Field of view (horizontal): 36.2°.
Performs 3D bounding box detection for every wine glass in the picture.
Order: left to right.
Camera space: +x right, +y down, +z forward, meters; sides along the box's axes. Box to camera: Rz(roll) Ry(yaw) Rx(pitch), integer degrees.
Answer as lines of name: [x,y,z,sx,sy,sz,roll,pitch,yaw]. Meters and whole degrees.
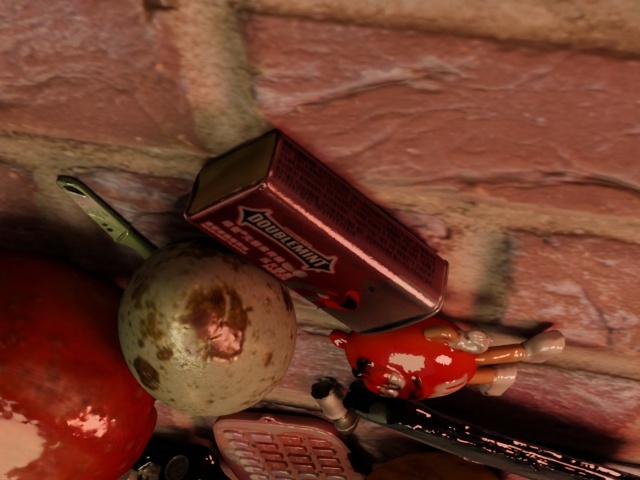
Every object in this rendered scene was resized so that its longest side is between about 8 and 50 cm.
wine glass: [0.018,0.206,1.222,0.038,0.042,0.083,-9,140,22]

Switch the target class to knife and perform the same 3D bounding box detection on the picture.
knife: [-0.194,-0.002,0.990,0.030,0.014,0.207,-8,142,30]

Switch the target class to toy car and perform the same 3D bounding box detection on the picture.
toy car: [-0.239,0.386,1.517,0.301,0.118,0.193,3,148,33]

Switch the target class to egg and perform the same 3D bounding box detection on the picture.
egg: [-0.108,0.078,0.928,0.169,0.169,0.231,8,162,8]

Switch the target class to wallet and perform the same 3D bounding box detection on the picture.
wallet: [0.218,0.250,1.170,0.378,0.046,0.190,21,168,-16]

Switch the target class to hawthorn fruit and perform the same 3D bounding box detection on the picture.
hawthorn fruit: [-0.272,0.146,1.047,0.330,0.287,0.287,5,151,-14]

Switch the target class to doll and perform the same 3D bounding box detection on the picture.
doll: [0.119,0.120,1.009,0.217,0.085,0.183,11,152,-14]

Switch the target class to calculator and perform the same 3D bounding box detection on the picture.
calculator: [-0.033,0.326,1.436,0.220,0.048,0.330,3,145,18]

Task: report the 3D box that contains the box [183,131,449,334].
box: [0.000,0.000,0.871,0.120,0.069,0.224,-19,136,41]

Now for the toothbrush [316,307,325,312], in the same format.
toothbrush: [0.057,0.047,0.979,0.167,0.014,0.011,-21,138,40]

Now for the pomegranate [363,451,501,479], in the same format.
pomegranate: [0.151,0.407,1.318,0.264,0.264,0.264,9,149,6]
